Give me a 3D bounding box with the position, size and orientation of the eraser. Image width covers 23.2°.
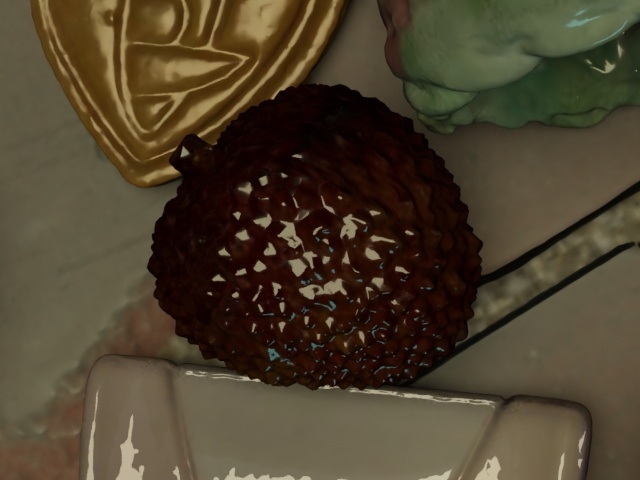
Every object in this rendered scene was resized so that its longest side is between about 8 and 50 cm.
[{"bbox_3d":[-0.006,0.174,0.623,0.204,0.059,0.243,6,85,9],"label":"eraser"}]

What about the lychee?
[{"bbox_3d":[-0.001,0.002,0.601,0.123,0.123,0.129,-44,79,5],"label":"lychee"}]

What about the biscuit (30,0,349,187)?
[{"bbox_3d":[-0.053,-0.130,0.661,0.142,0.029,0.220,8,88,9],"label":"biscuit"}]

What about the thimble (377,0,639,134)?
[{"bbox_3d":[0.104,-0.126,0.564,0.211,0.185,0.149,-16,82,37],"label":"thimble"}]
